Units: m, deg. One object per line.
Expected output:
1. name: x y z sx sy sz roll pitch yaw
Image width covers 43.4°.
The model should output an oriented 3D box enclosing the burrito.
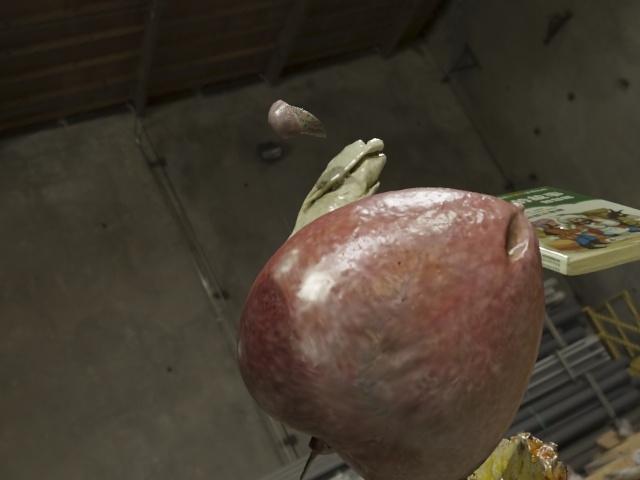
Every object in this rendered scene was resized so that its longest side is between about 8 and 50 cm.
1. burrito: 0.000 0.000 1.107 0.117 0.076 0.392 -19 35 43

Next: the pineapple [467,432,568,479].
1. pineapple: 0.226 0.322 0.931 0.047 0.221 0.221 12 -31 -18

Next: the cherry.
1. cherry: 0.066 0.080 0.707 0.307 0.261 0.221 -50 20 2

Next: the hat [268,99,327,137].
1. hat: -0.035 -0.155 1.102 0.042 0.087 0.058 -58 0 -7

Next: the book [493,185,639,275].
1. book: 0.289 -0.018 0.989 0.202 0.027 0.264 -13 18 -23
